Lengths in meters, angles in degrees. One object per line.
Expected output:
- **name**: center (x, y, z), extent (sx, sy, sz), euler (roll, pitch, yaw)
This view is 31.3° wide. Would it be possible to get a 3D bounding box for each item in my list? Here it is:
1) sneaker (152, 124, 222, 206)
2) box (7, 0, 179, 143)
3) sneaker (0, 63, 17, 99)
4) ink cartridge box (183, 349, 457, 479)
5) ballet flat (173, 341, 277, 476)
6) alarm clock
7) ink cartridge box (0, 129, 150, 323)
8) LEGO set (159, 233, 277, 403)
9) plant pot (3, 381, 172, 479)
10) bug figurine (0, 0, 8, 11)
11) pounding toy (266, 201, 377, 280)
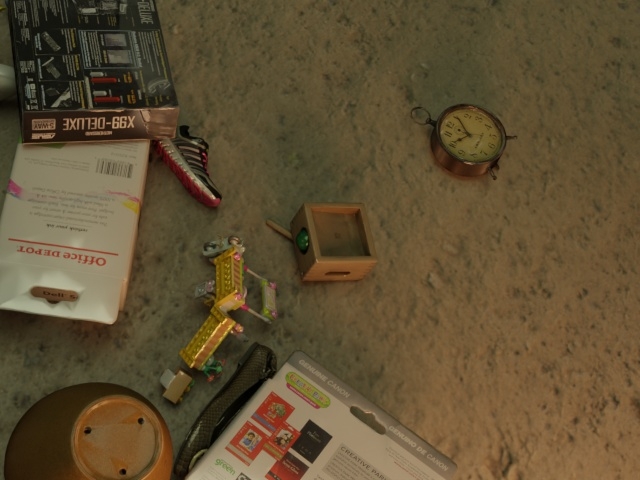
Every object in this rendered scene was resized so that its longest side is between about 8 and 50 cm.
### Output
- **sneaker**: center (-0.209, -0.132, 1.922), extent (0.075, 0.063, 0.170), euler (-34, 68, -19)
- **box**: center (-0.375, -0.297, 1.859), extent (0.242, 0.076, 0.307), euler (-4, 53, -18)
- **sneaker**: center (-0.631, -0.216, 1.871), extent (0.290, 0.106, 0.123), euler (-8, 70, -5)
- **ink cartridge box**: center (-0.001, 0.359, 1.661), extent (0.309, 0.130, 0.272), euler (36, 60, 9)
- **ballet flat**: center (-0.138, 0.258, 1.721), extent (0.058, 0.084, 0.250), euler (31, 55, 8)
- **alarm clock**: center (0.245, -0.186, 2.041), extent (0.192, 0.064, 0.129), euler (30, 61, 3)
- **ink cartridge box**: center (-0.392, -0.017, 1.792), extent (0.207, 0.119, 0.353), euler (9, 60, -8)
- **LEGO set**: center (-0.144, 0.130, 1.779), extent (0.107, 0.132, 0.287), euler (35, 57, -36)
- **plant pot**: center (-0.296, 0.287, 1.544), extent (0.237, 0.254, 0.237), euler (6, 70, -18)
- **bug figurine**: center (-0.419, -0.393, 2.017), extent (0.216, 0.072, 0.279), euler (-38, 74, -26)
- **pounding toy**: center (0.000, 0.000, 1.886), extent (0.141, 0.100, 0.130), euler (0, 62, -23)
